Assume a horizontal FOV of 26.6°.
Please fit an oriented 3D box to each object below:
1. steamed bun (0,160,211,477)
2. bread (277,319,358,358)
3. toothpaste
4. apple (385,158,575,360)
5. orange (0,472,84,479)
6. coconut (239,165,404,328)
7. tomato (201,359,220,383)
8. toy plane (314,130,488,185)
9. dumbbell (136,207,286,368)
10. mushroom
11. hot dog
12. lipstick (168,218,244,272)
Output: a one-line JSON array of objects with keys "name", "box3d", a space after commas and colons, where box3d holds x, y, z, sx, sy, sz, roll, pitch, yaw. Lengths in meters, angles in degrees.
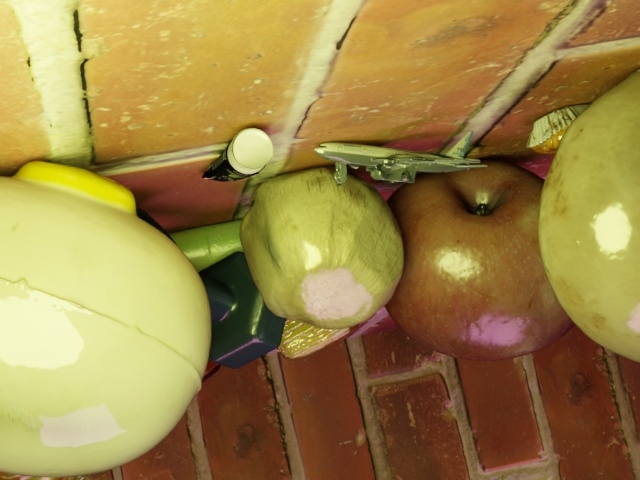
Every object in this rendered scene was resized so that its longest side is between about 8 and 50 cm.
[{"name": "steamed bun", "box3d": [-0.301, 0.089, 1.405, 0.374, 0.334, 0.334, 20, 164, -7]}, {"name": "bread", "box3d": [-0.028, 0.070, 2.093, 0.156, 0.204, 0.288, -30, 172, 2]}, {"name": "toothpaste", "box3d": [-0.088, -0.087, 1.516, 0.071, 0.045, 0.193, -10, 176, -13]}, {"name": "apple", "box3d": [0.222, 0.019, 1.838, 0.305, 0.306, 0.235, -11, 128, -9]}, {"name": "orange", "box3d": [-0.405, 0.184, 1.838, 0.249, 0.329, 0.329, -2, 171, 4]}, {"name": "coconut", "box3d": [0.000, 0.000, 1.704, 0.224, 0.224, 0.224, -12, 170, -2]}, {"name": "tomato", "box3d": [-0.344, 0.188, 2.402, 0.335, 0.176, 0.289, -17, -170, 24]}, {"name": "toy plane", "box3d": [0.093, -0.096, 1.630, 0.226, 0.058, 0.226, -7, -175, -29]}, {"name": "dumbbell", "box3d": [-0.182, 0.063, 1.749, 0.160, 0.144, 0.325, -27, 150, 27]}, {"name": "mushroom", "box3d": [0.407, -0.035, 1.589, 0.362, 0.362, 0.294, -7, -167, -26]}, {"name": "hot dog", "box3d": [0.352, -0.141, 1.700, 0.191, 0.059, 0.108, -11, 175, -20]}, {"name": "lipstick", "box3d": [-0.079, -0.001, 1.916, 0.304, 0.076, 0.076, -10, 170, -8]}]
